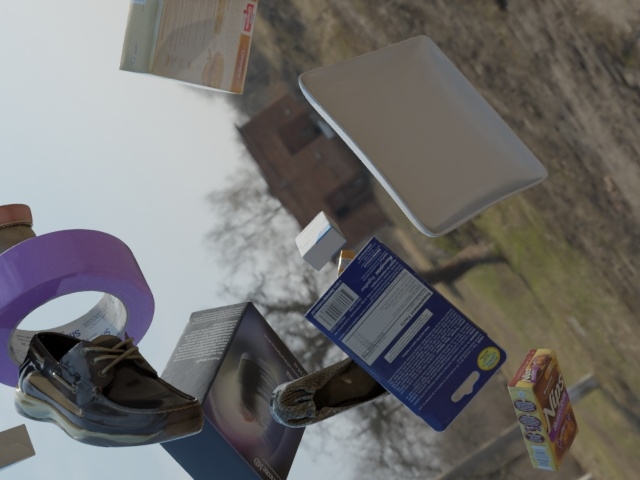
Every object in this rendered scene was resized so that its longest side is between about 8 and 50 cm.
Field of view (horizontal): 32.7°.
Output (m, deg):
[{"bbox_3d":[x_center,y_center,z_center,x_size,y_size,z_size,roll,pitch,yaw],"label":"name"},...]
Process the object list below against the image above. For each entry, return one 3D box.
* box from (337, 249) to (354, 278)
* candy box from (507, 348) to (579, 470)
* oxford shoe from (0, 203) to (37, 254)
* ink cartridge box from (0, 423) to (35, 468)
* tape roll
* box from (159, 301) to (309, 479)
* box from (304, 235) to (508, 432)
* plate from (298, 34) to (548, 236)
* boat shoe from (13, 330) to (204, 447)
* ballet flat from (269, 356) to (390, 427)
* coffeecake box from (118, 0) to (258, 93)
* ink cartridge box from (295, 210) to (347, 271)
[{"bbox_3d":[0.040,0.092,2.011,0.081,0.028,0.136,88,-167,-78],"label":"box"},{"bbox_3d":[0.391,0.296,1.903,0.109,0.053,0.187,-47,-56,-42],"label":"candy box"},{"bbox_3d":[-0.611,0.081,1.830,0.140,0.397,0.147,-9,-107,-51],"label":"oxford shoe"},{"bbox_3d":[-0.753,0.487,2.391,0.134,0.231,0.078,-13,-102,-56],"label":"ink cartridge box"},{"bbox_3d":[-0.398,0.109,1.675,0.090,0.275,0.275,57,-177,35],"label":"tape roll"},{"bbox_3d":[-0.177,0.339,2.255,0.296,0.182,0.294,54,-139,-31],"label":"box"},{"bbox_3d":[0.108,0.119,1.363,0.225,0.136,0.036,41,-179,7],"label":"box"},{"bbox_3d":[0.135,-0.138,1.447,0.277,0.045,0.278,-26,-110,-43],"label":"plate"},{"bbox_3d":[-0.301,0.193,1.478,0.132,0.355,0.130,-8,-80,-51],"label":"boat shoe"},{"bbox_3d":[0.047,0.180,1.413,0.058,0.250,0.084,-9,97,56],"label":"ballet flat"},{"bbox_3d":[-0.179,-0.288,1.510,0.068,0.142,0.185,13,-174,36],"label":"coffeecake box"},{"bbox_3d":[0.000,0.000,2.266,0.052,0.088,0.122,41,-172,-19],"label":"ink cartridge box"}]
